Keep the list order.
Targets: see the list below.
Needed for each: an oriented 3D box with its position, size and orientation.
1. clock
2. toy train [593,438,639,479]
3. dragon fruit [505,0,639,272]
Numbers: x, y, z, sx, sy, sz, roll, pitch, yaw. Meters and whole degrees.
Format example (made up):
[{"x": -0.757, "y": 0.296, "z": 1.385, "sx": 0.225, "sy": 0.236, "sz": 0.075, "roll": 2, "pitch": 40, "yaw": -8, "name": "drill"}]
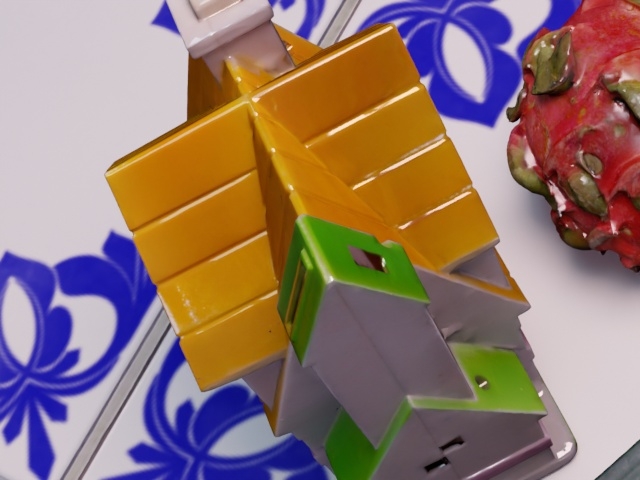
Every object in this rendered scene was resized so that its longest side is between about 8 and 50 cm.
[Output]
[{"x": 0.001, "y": 0.000, "z": 0.720, "sx": 0.166, "sy": 0.309, "sz": 0.235, "roll": -27, "pitch": 57, "yaw": 2, "name": "clock"}, {"x": 0.302, "y": 0.052, "z": 0.721, "sx": 0.409, "sy": 0.089, "sz": 0.086, "roll": -41, "pitch": 53, "yaw": -4, "name": "toy train"}, {"x": 0.189, "y": -0.080, "z": 0.794, "sx": 0.166, "sy": 0.160, "sz": 0.172, "roll": -40, "pitch": 54, "yaw": 18, "name": "dragon fruit"}]
